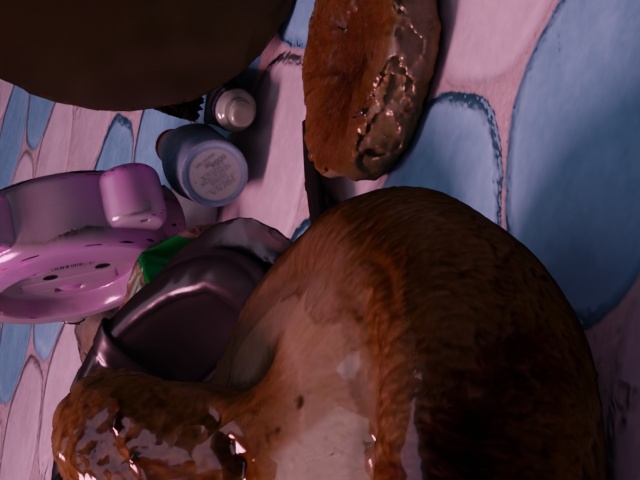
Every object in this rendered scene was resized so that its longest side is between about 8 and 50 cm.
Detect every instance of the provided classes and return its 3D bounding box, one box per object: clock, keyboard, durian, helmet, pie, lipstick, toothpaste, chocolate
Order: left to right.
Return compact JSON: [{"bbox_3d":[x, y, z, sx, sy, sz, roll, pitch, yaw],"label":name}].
[{"bbox_3d":[-0.234,0.005,1.626,0.248,0.227,0.090,107,149,-72],"label":"clock"},{"bbox_3d":[-0.198,-0.296,1.602,0.314,0.326,0.297,-33,27,-2],"label":"chocolate"},{"bbox_3d":[-0.141,-0.148,1.710,0.052,0.066,0.130,-65,-12,20],"label":"durian"},{"bbox_3d":[-0.118,-0.075,1.651,0.274,0.061,0.068,-149,47,-75],"label":"lipstick"},{"bbox_3d":[-0.086,-0.124,1.628,0.216,0.037,0.062,-134,59,-75],"label":"toothpaste"},{"bbox_3d":[-0.053,0.137,1.200,0.279,0.160,0.230,-57,38,4],"label":"helmet"},{"bbox_3d":[0.000,0.000,1.329,0.067,0.011,0.202,89,175,-48],"label":"keyboard"},{"bbox_3d":[0.032,-0.126,1.281,0.195,0.046,0.195,-173,90,-71],"label":"pie"}]

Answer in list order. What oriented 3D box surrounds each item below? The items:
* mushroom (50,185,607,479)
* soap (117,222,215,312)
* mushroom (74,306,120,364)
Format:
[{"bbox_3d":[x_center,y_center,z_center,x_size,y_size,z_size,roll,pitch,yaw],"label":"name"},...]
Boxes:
[{"bbox_3d":[0.024,0.142,0.931,0.345,0.239,0.345,26,122,52],"label":"mushroom"},{"bbox_3d":[-0.120,0.133,1.487,0.273,0.098,0.218,-118,43,-61],"label":"soap"},{"bbox_3d":[-0.185,0.145,1.698,0.092,0.081,0.223,-54,30,20],"label":"mushroom"}]
